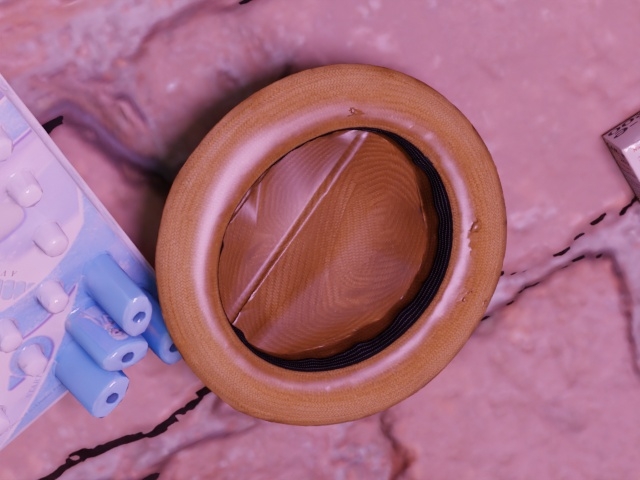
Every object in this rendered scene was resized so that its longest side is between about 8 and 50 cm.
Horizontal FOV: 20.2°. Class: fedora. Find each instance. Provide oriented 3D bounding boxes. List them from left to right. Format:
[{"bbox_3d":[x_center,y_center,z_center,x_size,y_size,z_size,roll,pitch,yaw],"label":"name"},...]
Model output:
[{"bbox_3d":[0.000,0.000,0.947,0.194,0.079,0.194,-2,98,-16],"label":"fedora"}]

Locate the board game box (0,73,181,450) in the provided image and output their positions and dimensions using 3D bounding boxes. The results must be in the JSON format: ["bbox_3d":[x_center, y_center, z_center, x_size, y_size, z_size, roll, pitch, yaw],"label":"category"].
[{"bbox_3d":[-0.270,0.076,0.789,0.390,0.050,0.390,-41,148,-6],"label":"board game box"}]

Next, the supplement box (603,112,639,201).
[{"bbox_3d":[0.208,-0.031,0.994,0.062,0.036,0.098,-32,108,0],"label":"supplement box"}]
